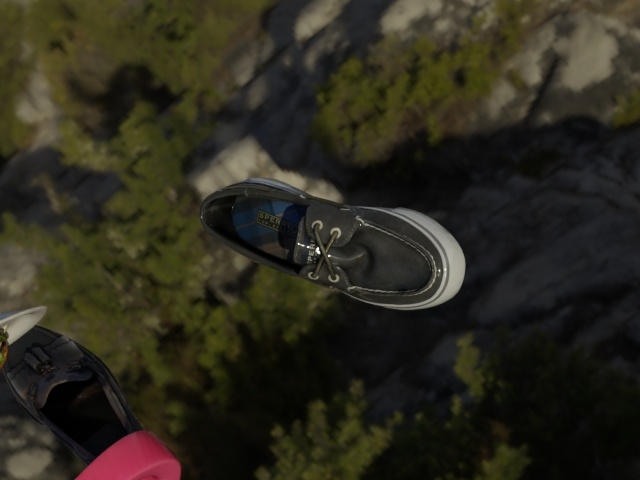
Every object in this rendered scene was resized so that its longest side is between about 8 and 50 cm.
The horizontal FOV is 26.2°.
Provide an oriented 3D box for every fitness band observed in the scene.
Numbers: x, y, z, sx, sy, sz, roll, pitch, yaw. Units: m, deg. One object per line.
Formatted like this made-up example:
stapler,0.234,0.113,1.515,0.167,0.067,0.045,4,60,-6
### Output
fitness band,-0.233,0.297,1.336,0.209,0.054,0.291,-28,-25,-40

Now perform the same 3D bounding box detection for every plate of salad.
plate of salad,-0.322,0.119,1.208,0.200,0.048,0.200,-31,-4,-2

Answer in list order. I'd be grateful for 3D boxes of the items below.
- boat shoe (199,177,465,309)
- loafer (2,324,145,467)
boat shoe,0.000,0.000,1.054,0.228,0.080,0.076,23,20,34
loafer,-0.279,0.192,1.607,0.109,0.095,0.302,-39,64,-15
